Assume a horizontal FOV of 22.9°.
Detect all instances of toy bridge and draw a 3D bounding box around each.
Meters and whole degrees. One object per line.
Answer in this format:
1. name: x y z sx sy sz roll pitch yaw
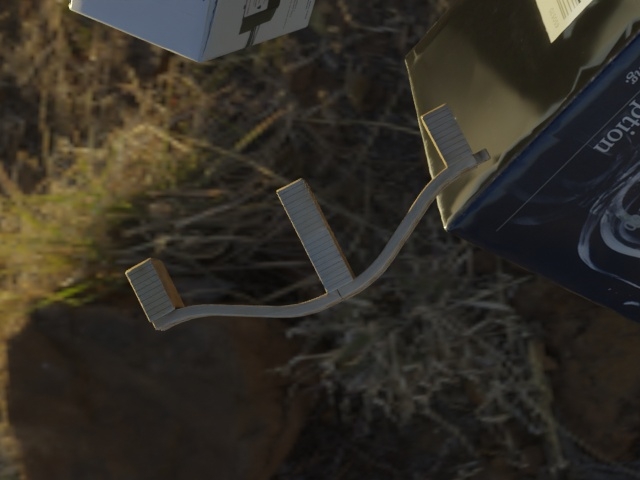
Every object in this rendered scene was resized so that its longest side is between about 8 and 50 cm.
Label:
1. toy bridge: 0.000 0.000 0.788 0.188 0.026 0.063 -27 82 4

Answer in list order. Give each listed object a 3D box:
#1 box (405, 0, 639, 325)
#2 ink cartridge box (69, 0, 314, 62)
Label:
1. box: 0.286 -0.111 0.983 0.343 0.313 0.179 -48 33 31
2. ink cartridge box: -0.112 -0.244 1.470 0.153 0.208 0.086 24 115 20
